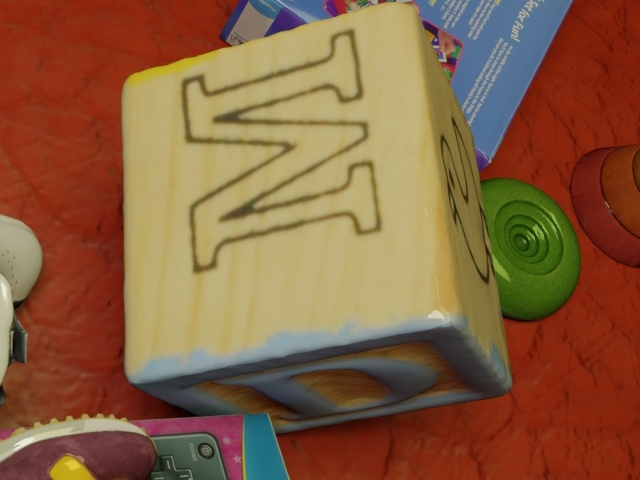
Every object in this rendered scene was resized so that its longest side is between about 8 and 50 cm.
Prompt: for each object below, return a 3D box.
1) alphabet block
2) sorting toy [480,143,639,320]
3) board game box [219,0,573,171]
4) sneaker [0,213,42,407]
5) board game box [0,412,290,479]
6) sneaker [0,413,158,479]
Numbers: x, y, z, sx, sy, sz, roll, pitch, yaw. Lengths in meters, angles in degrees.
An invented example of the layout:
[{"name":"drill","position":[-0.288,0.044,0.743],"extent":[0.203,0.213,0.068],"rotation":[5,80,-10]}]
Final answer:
[{"name":"alphabet block","position":[0.000,0.000,0.646],"extent":[0.193,0.192,0.197],"rotation":[-12,68,14]},{"name":"sorting toy","position":[0.204,-0.021,0.831],"extent":[0.365,0.126,0.127],"rotation":[-18,76,-32]},{"name":"board game box","position":[0.100,-0.236,0.908],"extent":[0.233,0.078,0.347],"rotation":[36,57,-7]},{"name":"sneaker","position":[-0.195,0.041,0.557],"extent":[0.235,0.153,0.094],"rotation":[-20,111,-63]},{"name":"board game box","position":[-0.145,0.210,0.521],"extent":[0.303,0.097,0.224],"rotation":[3,49,-33]},{"name":"sneaker","position":[-0.152,0.141,0.462],"extent":[0.185,0.069,0.084],"rotation":[-13,55,-31]}]
